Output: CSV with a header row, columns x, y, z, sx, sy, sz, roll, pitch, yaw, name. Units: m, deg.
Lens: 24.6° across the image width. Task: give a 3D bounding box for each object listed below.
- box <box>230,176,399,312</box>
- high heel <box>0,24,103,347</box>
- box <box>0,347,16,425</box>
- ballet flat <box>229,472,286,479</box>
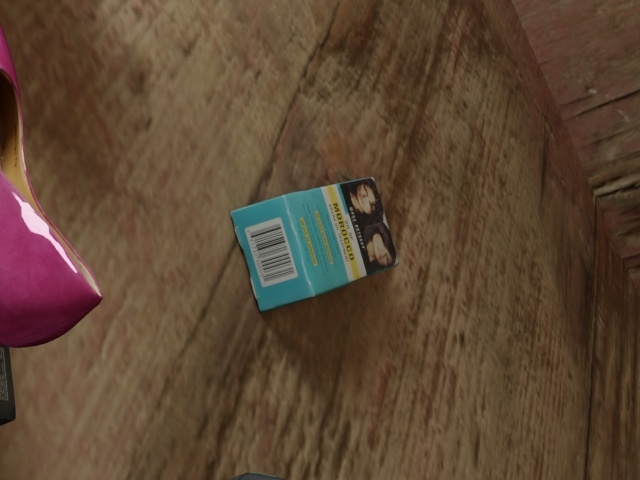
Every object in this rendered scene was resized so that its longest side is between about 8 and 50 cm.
x,y,z,sx,sy,sz,roll,pitch,yaw,name
0.000,0.000,1.445,0.244,0.060,0.101,-17,91,-67,box
-0.174,-0.050,0.846,0.082,0.117,0.244,46,35,-48,high heel
-0.263,-0.008,0.845,0.183,0.059,0.233,22,55,-63,box
-0.030,0.283,1.165,0.074,0.074,0.203,15,61,-64,ballet flat
